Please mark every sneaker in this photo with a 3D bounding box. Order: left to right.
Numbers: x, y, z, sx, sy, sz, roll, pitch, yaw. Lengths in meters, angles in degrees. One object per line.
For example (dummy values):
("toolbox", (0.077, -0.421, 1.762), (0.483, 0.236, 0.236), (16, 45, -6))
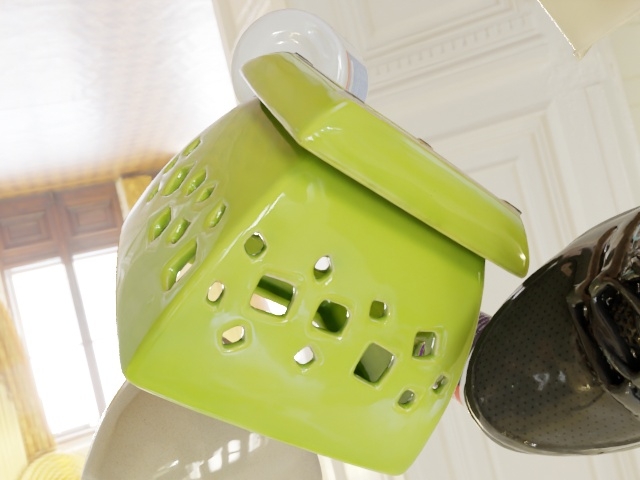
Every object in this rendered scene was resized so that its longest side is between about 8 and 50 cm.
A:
("sneaker", (0.190, 0.015, 0.312), (0.140, 0.125, 0.341), (5, 144, -46))

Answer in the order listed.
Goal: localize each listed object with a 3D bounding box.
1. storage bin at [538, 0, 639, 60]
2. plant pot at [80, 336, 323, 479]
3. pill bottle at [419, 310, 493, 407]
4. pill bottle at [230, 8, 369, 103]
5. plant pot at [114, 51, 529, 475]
("storage bin", (0.349, -0.413, 0.858), (0.123, 0.262, 0.260), (-34, -172, 49))
("plant pot", (-0.166, 0.272, 0.776), (0.191, 0.284, 0.284), (-35, -169, -37))
("pill bottle", (0.169, 0.132, 0.761), (0.108, 0.108, 0.193), (-12, -154, -41))
("pill bottle", (-0.010, -0.184, 0.754), (0.124, 0.124, 0.221), (-14, -177, 15))
("plant pot", (0.000, 0.000, 0.487), (0.228, 0.207, 0.227), (29, -166, -27))
